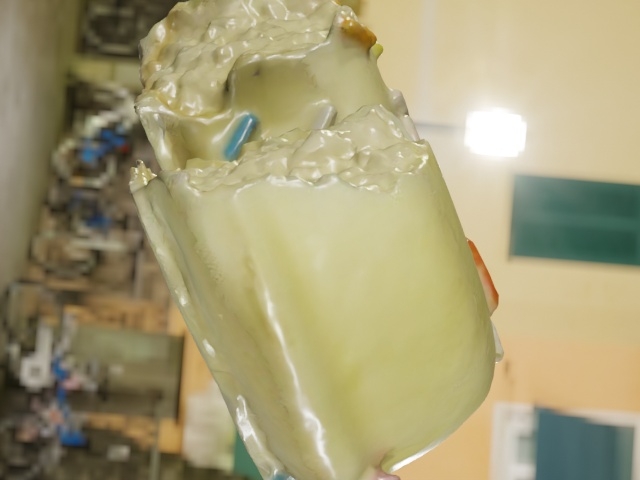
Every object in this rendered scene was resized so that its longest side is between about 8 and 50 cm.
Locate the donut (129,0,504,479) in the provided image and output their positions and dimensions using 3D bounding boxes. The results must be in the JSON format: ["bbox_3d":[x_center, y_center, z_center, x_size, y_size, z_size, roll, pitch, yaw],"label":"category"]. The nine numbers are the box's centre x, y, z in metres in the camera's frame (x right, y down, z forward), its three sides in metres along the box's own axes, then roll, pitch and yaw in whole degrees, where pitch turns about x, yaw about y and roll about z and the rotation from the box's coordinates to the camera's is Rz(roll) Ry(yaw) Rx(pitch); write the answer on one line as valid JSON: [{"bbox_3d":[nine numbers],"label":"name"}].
[{"bbox_3d":[0.001,0.003,0.457,0.166,0.065,0.108,-110,177,-71],"label":"donut"}]
